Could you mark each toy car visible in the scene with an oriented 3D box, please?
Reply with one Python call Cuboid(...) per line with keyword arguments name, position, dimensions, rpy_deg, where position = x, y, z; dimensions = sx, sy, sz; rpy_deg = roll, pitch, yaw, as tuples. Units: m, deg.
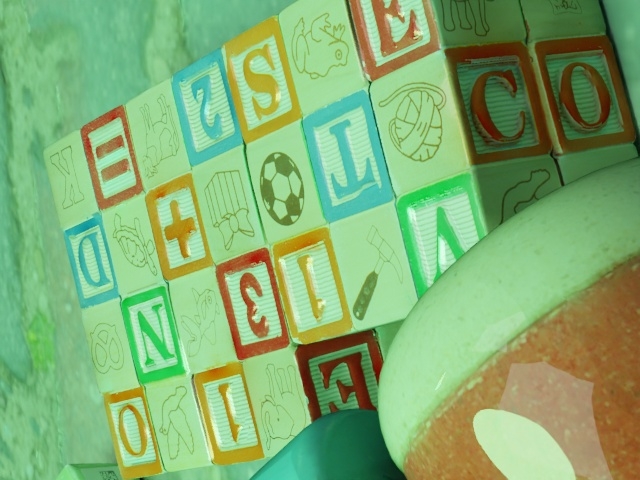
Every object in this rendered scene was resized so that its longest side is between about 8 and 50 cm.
Cuboid(name="toy car", position=(0.139, 0.096, 0.368), dimensions=(0.219, 0.210, 0.238), rpy_deg=(-44, 62, 28))

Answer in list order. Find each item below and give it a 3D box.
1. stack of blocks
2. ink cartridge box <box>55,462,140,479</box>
Cuboid(name="stack of blocks", position=(0.000, 0.000, 0.646), dimensions=(0.297, 0.087, 0.171), rpy_deg=(-20, 82, 52))
Cuboid(name="ink cartridge box", position=(-0.115, 0.269, 0.854), dimensions=(0.171, 0.056, 0.235), rpy_deg=(-54, 53, 23))
